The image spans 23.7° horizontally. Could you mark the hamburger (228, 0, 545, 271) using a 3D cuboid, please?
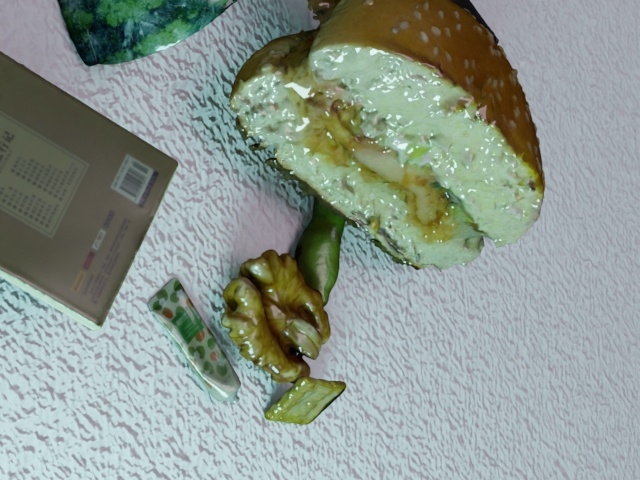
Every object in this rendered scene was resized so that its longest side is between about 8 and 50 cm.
[{"bbox_3d":[0.106,-0.184,1.902,0.445,0.268,0.287,35,42,-39],"label":"hamburger"}]

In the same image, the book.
[{"bbox_3d":[-0.314,-0.073,1.548,0.310,0.021,0.217,32,60,-17],"label":"book"}]

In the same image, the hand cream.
[{"bbox_3d":[-0.142,0.124,1.783,0.057,0.037,0.165,-46,111,-41],"label":"hand cream"}]

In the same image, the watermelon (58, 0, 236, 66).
[{"bbox_3d":[-0.187,-0.307,1.705,0.136,0.207,0.202,76,18,-47],"label":"watermelon"}]

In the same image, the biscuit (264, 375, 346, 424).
[{"bbox_3d":[-0.019,0.197,1.873,0.081,0.083,0.018,12,40,-45],"label":"biscuit"}]

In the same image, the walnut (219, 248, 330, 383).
[{"bbox_3d":[-0.060,0.094,1.843,0.170,0.069,0.143,54,54,-34],"label":"walnut"}]

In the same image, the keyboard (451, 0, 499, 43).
[{"bbox_3d":[0.178,-0.345,2.198,0.250,0.017,0.087,45,55,-33],"label":"keyboard"}]

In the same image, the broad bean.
[{"bbox_3d":[0.000,0.000,1.935,0.070,0.048,0.214,11,71,-35],"label":"broad bean"}]
